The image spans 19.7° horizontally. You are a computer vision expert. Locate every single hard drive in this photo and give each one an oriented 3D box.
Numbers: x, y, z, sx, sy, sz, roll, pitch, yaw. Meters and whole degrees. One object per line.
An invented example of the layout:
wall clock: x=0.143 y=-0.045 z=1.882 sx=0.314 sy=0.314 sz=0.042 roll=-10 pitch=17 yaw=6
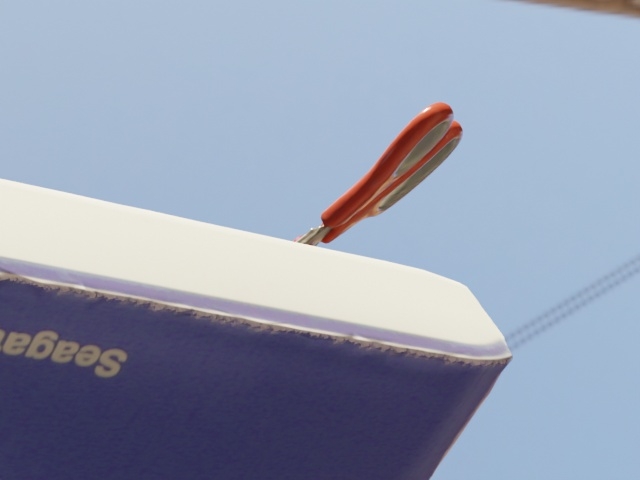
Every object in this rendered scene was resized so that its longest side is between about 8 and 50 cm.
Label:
hard drive: x=-0.111 y=0.127 z=0.513 sx=0.210 sy=0.040 sz=0.318 roll=12 pitch=-59 yaw=-35

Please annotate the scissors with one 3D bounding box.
scissors: x=0.000 y=0.000 z=1.389 sx=0.297 sy=0.109 sz=0.021 roll=-43 pitch=-103 yaw=-11
